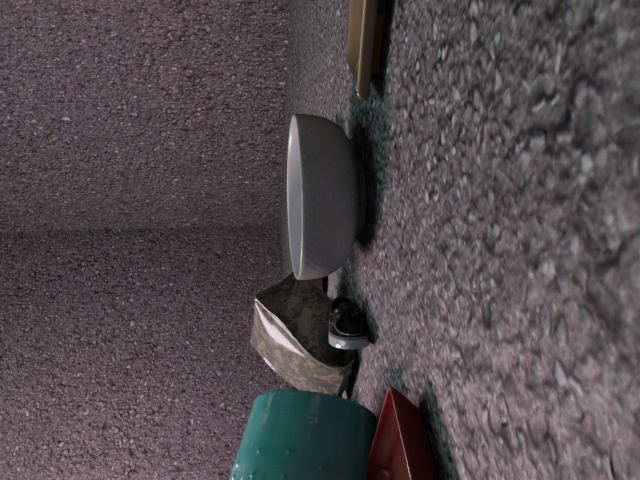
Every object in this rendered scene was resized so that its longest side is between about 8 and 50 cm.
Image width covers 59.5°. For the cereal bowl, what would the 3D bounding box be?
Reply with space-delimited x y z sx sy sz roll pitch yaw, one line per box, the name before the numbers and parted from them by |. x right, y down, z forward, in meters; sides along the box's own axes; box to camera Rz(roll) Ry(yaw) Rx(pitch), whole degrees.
cereal bowl | 0.012 -0.090 1.158 0.339 0.141 0.338 178 90 -83

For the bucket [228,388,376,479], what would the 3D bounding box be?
bucket | -0.023 0.404 1.030 0.281 0.282 0.183 99 -179 -56

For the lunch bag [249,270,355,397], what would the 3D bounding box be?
lunch bag | -0.026 0.252 1.368 0.287 0.169 0.235 44 147 24

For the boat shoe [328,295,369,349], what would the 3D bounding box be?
boat shoe | 0.055 0.164 1.166 0.228 0.080 0.075 -90 -3 -83

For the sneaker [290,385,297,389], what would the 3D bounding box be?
sneaker | -0.049 0.452 1.933 0.286 0.109 0.130 -117 34 -66

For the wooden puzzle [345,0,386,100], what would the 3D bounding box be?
wooden puzzle | 0.080 -0.390 0.979 0.238 0.045 0.220 -94 6 -54

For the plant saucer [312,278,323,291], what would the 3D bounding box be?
plant saucer | -0.018 0.099 1.780 0.241 0.037 0.240 174 90 -87

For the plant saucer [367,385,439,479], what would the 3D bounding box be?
plant saucer | 0.122 0.378 0.776 0.258 0.048 0.258 -99 10 -45
